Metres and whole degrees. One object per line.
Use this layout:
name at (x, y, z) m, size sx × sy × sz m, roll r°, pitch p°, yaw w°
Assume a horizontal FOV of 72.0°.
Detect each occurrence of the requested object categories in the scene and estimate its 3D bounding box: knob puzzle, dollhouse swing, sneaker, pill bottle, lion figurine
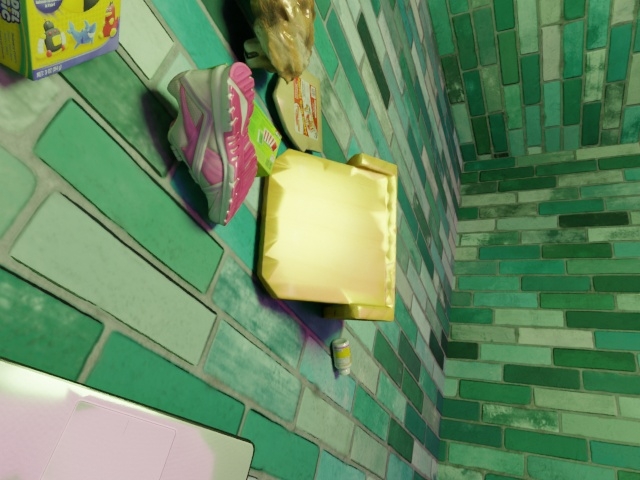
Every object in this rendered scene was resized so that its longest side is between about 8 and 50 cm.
knob puzzle at (-0.054, -0.286, 0.947) m, size 0.213 × 0.029 × 0.214 m, roll 7°, pitch 82°, yaw -63°
dollhouse swing at (0.000, 0.000, 0.997) m, size 0.315 × 0.304 × 0.348 m, roll 146°, pitch -52°, yaw -72°
sneaker at (-0.161, -0.139, 0.653) m, size 0.103 × 0.111 × 0.253 m, roll -65°, pitch 165°, yaw -55°
pill bottle at (0.054, 0.289, 1.094) m, size 0.043 × 0.043 × 0.084 m, roll -26°, pitch 112°, yaw -61°
lion figurine at (-0.081, -0.504, 0.800) m, size 0.240 × 0.142 × 0.393 m, roll 48°, pitch 42°, yaw -61°

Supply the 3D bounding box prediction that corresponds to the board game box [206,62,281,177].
board game box at (-0.138, -0.199, 0.759) m, size 0.181 × 0.043 × 0.092 m, roll 48°, pitch 46°, yaw -52°

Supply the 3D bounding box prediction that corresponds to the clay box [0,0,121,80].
clay box at (-0.243, -0.275, 0.408) m, size 0.222 × 0.053 × 0.127 m, roll -60°, pitch 180°, yaw 43°

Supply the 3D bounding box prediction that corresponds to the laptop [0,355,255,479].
laptop at (-0.182, 0.313, 0.298) m, size 0.381 × 0.236 × 0.409 m, roll 37°, pitch 53°, yaw -33°
